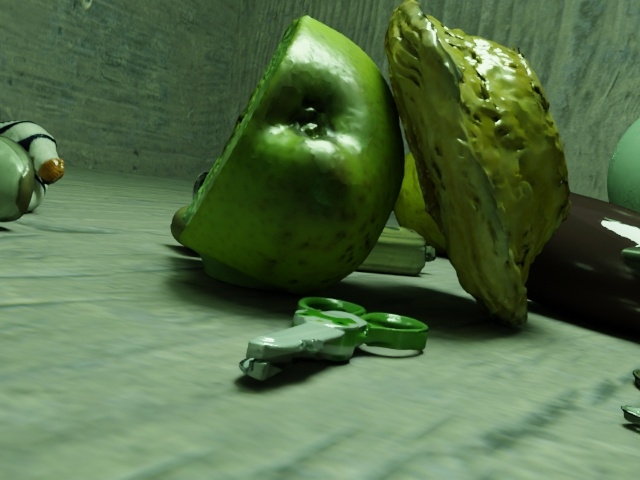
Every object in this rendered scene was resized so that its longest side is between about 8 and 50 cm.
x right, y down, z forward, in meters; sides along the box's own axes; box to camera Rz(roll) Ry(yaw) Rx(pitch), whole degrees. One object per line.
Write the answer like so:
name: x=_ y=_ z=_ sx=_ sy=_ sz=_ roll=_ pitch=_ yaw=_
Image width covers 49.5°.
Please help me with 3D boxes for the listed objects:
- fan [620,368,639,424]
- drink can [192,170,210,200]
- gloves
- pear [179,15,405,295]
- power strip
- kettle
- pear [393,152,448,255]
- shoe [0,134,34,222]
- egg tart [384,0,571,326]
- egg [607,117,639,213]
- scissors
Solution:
fan: x=0.270 y=0.113 z=0.468 sx=0.227 sy=0.008 sz=0.153 roll=6 pitch=7 yaw=-39
drink can: x=-0.148 y=-0.089 z=1.476 sx=0.235 sy=0.097 sz=0.097 roll=3 pitch=8 yaw=-44
gloves: x=-0.449 y=-0.096 z=0.991 sx=0.140 sy=0.131 sz=0.218 roll=11 pitch=34 yaw=-27
pear: x=-0.007 y=-0.070 z=0.678 sx=0.176 sy=0.286 sz=0.282 roll=28 pitch=1 yaw=-11
power strip: x=0.000 y=0.000 z=0.926 sx=0.388 sy=0.066 sz=0.092 roll=7 pitch=8 yaw=-29
kettle: x=0.342 y=0.045 z=0.798 sx=0.202 sy=0.144 sz=0.232 roll=42 pitch=-8 yaw=-34
pear: x=0.279 y=-0.090 z=1.367 sx=0.321 sy=0.268 sz=0.269 roll=14 pitch=7 yaw=39
shoe: x=-0.451 y=-0.076 z=0.796 sx=0.275 sy=0.103 sz=0.098 roll=5 pitch=5 yaw=19
egg tart: x=0.161 y=-0.087 z=0.708 sx=0.132 sy=0.341 sz=0.341 roll=-18 pitch=2 yaw=7
egg: x=0.516 y=-0.056 z=0.831 sx=0.276 sy=0.276 sz=0.389 roll=8 pitch=14 yaw=-18
scissors: x=0.002 y=0.061 z=0.456 sx=0.101 sy=0.027 sz=0.204 roll=10 pitch=3 yaw=23
